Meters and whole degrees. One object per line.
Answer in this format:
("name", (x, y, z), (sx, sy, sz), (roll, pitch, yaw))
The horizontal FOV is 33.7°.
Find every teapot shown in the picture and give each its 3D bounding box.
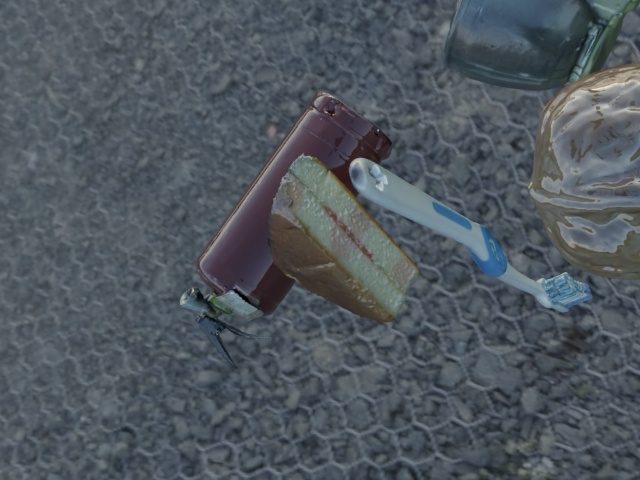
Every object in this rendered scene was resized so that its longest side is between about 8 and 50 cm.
("teapot", (0.340, -0.362, 1.554), (0.239, 0.239, 0.321), (25, 118, 10))

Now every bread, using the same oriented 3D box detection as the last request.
("bread", (0.000, 0.000, 0.579), (0.062, 0.109, 0.043), (-4, 46, 48))

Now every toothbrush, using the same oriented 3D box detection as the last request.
("toothbrush", (0.128, 0.007, 0.858), (0.040, 0.386, 0.040), (-13, 67, 34))

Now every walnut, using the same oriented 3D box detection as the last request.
("walnut", (0.381, -0.085, 1.271), (0.273, 0.273, 0.227), (-28, 40, 24))

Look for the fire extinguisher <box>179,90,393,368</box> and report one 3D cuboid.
("fire extinguisher", (-0.039, -0.007, 1.027), (0.105, 0.105, 0.269), (35, 89, 37))
